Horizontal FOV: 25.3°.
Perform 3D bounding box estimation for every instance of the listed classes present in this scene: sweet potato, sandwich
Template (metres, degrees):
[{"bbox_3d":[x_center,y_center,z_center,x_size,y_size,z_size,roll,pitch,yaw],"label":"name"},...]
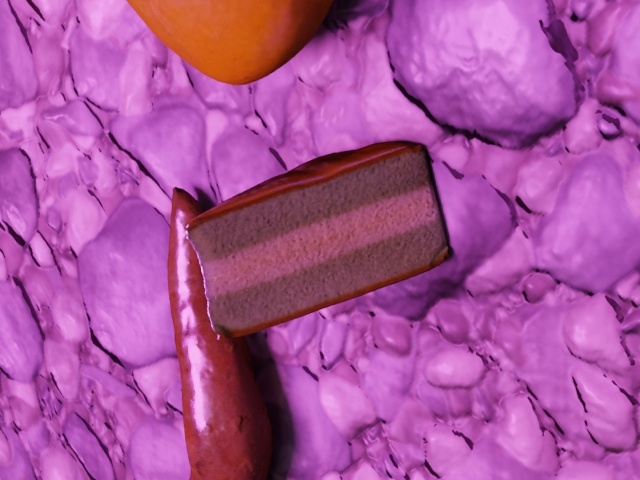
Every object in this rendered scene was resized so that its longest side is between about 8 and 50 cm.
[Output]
[{"bbox_3d":[-0.063,0.092,0.879,0.069,0.059,0.249,14,113,49],"label":"sweet potato"},{"bbox_3d":[0.000,0.000,0.745,0.074,0.116,0.074,-5,106,41],"label":"sandwich"}]

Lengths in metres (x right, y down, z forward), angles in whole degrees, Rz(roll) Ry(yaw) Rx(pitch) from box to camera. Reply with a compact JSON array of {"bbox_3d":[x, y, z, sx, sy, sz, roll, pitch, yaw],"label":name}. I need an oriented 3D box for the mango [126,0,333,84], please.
[{"bbox_3d":[-0.084,-0.245,0.702,0.195,0.142,0.331,-30,96,47],"label":"mango"}]
